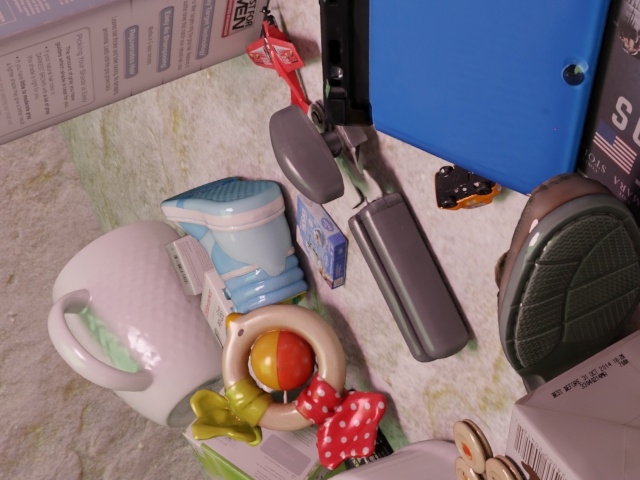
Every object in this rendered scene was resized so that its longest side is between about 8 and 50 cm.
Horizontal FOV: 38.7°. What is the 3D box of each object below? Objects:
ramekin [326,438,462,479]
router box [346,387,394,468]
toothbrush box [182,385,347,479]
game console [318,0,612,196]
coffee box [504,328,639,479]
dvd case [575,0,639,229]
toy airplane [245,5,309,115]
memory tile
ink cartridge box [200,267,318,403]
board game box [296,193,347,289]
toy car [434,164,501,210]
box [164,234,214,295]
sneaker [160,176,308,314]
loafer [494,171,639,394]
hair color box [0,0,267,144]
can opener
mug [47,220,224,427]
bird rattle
[{"bbox_3d":[0.092,0.361,0.965,0.277,0.135,0.277,8,100,55],"label":"ramekin"},{"bbox_3d":[0.054,0.276,1.255,0.122,0.038,0.092,56,159,26],"label":"router box"},{"bbox_3d":[-0.064,0.364,1.394,0.206,0.122,0.283,27,153,30],"label":"toothbrush box"},{"bbox_3d":[0.085,-0.212,0.585,0.293,0.173,0.250,88,-172,-45],"label":"game console"},{"bbox_3d":[0.200,0.182,0.615,0.098,0.141,0.246,50,156,39],"label":"coffee box"},{"bbox_3d":[0.207,-0.072,0.468,0.179,0.029,0.239,54,157,33],"label":"dvd case"},{"bbox_3d":[-0.035,-0.177,0.976,0.151,0.028,0.151,54,159,33],"label":"toy airplane"},{"bbox_3d":[0.122,0.196,0.604,0.113,0.012,0.148,49,155,48],"label":"memory tile"},{"bbox_3d":[-0.102,0.150,1.440,0.218,0.092,0.158,61,160,18],"label":"ink cartridge box"},{"bbox_3d":[0.000,0.000,1.103,0.090,0.020,0.090,55,158,32],"label":"board game box"},{"bbox_3d":[0.111,-0.072,0.736,0.040,0.060,0.122,25,-144,-43],"label":"toy car"},{"bbox_3d":[-0.207,0.034,1.581,0.101,0.087,0.102,68,161,-4],"label":"box"},{"bbox_3d":[-0.125,0.022,1.299,0.319,0.127,0.208,16,126,67],"label":"sneaker"},{"bbox_3d":[0.155,0.044,0.610,0.267,0.096,0.084,69,179,-48],"label":"loafer"},{"bbox_3d":[-0.238,-0.226,0.924,0.114,0.374,0.185,61,160,14],"label":"hair color box"},{"bbox_3d":[0.038,-0.006,0.883,0.283,0.095,0.076,64,161,5],"label":"can opener"},{"bbox_3d":[-0.329,0.171,1.671,0.276,0.374,0.328,-49,65,23],"label":"mug"},{"bbox_3d":[-0.041,0.184,1.159,0.253,0.143,0.207,-2,95,24],"label":"bird rattle"}]
